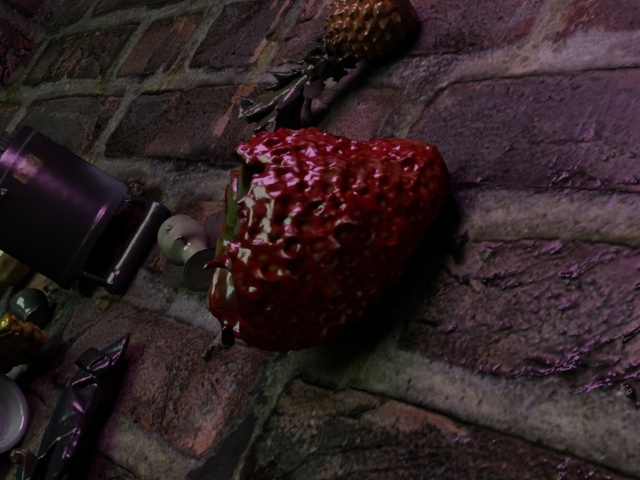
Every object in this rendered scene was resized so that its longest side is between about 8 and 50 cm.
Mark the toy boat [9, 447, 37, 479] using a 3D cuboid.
[{"bbox_3d":[-0.441,0.379,1.756,0.185,0.077,0.075,-56,26,-6],"label":"toy boat"}]

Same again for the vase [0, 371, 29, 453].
[{"bbox_3d":[-0.601,0.316,2.032,0.299,0.143,0.143,-31,34,42],"label":"vase"}]

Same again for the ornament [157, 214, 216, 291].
[{"bbox_3d":[-0.186,0.010,1.792,0.075,0.081,0.156,-47,31,2],"label":"ornament"}]

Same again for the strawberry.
[{"bbox_3d":[0.001,-0.003,1.391,0.261,0.258,0.261,-170,90,-79],"label":"strawberry"}]

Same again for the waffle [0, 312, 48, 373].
[{"bbox_3d":[-0.562,0.191,2.002,0.291,0.291,0.051,-32,74,36],"label":"waffle"}]

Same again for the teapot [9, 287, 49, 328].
[{"bbox_3d":[-0.498,0.131,2.176,0.057,0.066,0.088,47,122,46],"label":"teapot"}]

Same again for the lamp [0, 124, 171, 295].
[{"bbox_3d":[-0.457,-0.059,2.092,0.374,0.272,0.205,7,65,60],"label":"lamp"}]

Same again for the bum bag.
[{"bbox_3d":[-0.335,0.242,1.753,0.137,0.074,0.310,-46,19,41],"label":"bum bag"}]

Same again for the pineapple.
[{"bbox_3d":[0.010,-0.243,1.755,0.277,0.119,0.130,-41,73,25],"label":"pineapple"}]

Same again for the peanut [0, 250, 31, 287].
[{"bbox_3d":[-0.538,-0.020,2.368,0.274,0.111,0.125,-52,42,10],"label":"peanut"}]
